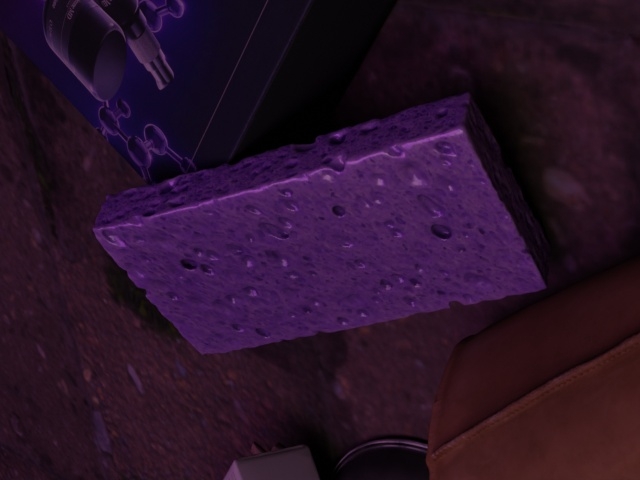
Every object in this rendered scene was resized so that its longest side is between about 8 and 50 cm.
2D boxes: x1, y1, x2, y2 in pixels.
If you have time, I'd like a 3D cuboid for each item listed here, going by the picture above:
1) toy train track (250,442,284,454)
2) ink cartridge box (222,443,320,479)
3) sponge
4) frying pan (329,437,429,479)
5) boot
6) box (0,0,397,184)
[{"bbox_3d":[-0.039,0.178,0.894,0.048,0.014,0.083,36,137,22],"label":"toy train track"},{"bbox_3d":[-0.037,0.214,0.834,0.099,0.056,0.135,68,150,28],"label":"ink cartridge box"},{"bbox_3d":[0.000,0.000,0.631,0.210,0.031,0.117,-13,135,26],"label":"sponge"},{"bbox_3d":[0.026,0.216,0.836,0.326,0.053,0.197,4,117,40],"label":"frying pan"},{"bbox_3d":[0.143,0.094,0.515,0.089,0.236,0.269,34,140,-16],"label":"boot"},{"bbox_3d":[-0.053,-0.159,0.615,0.184,0.103,0.261,44,139,10],"label":"box"}]
